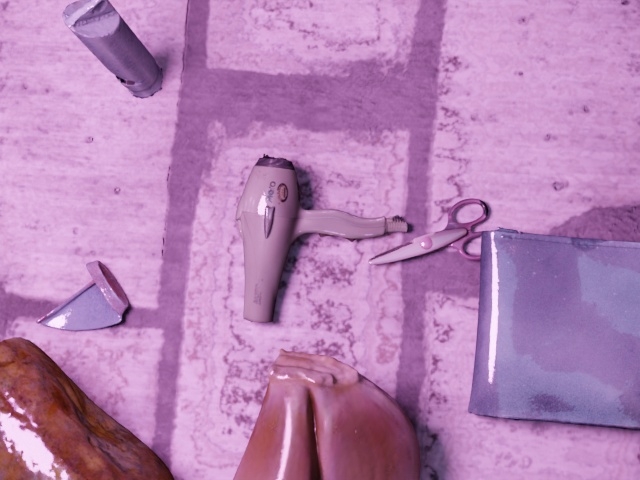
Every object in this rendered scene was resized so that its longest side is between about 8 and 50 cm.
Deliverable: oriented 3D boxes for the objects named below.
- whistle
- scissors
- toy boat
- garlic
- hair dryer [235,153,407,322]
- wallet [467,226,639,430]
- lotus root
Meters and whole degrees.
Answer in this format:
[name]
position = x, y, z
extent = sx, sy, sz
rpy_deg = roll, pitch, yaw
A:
[whistle]
position = -0.266, -0.253, 1.636
extent = 0.062, 0.312, 0.062
rpy_deg = -1, 82, 5
[scissors]
position = 0.148, 0.004, 1.679
extent = 0.176, 0.022, 0.085
rpy_deg = -18, 80, 3
[toy boat]
position = -0.331, 0.096, 1.737
extent = 0.122, 0.034, 0.096
rpy_deg = -38, 77, 10
[garlic]
position = -0.004, 0.334, 1.540
extent = 0.231, 0.246, 0.340
rpy_deg = 15, 64, 1
[hair dryer]
position = -0.026, 0.022, 1.689
extent = 0.225, 0.088, 0.219
rpy_deg = 27, 92, -3
[wallet]
position = 0.342, 0.116, 1.616
extent = 0.290, 0.054, 0.251
rpy_deg = 3, 83, 8
[lotus root]
position = -0.334, 0.312, 1.598
extent = 0.346, 0.250, 0.250
rpy_deg = 40, 88, 9
